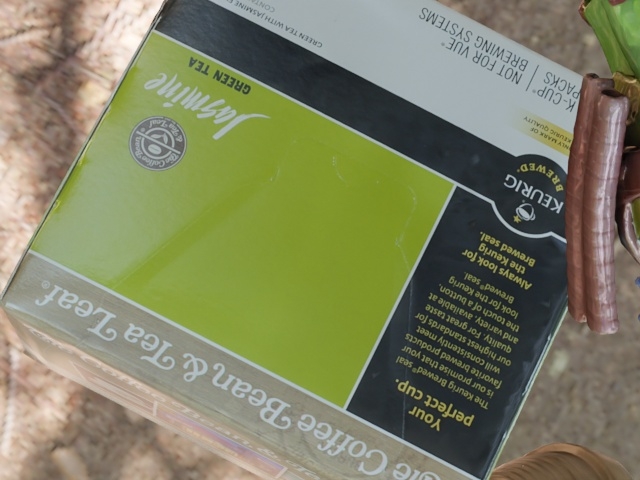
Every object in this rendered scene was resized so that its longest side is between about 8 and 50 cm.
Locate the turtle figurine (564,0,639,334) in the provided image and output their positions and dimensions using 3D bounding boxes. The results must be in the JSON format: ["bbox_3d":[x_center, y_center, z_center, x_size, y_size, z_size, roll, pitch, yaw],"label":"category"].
[{"bbox_3d":[0.209,-0.093,0.702,0.274,0.266,0.198,-35,175,39],"label":"turtle figurine"}]

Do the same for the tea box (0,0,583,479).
[{"bbox_3d":[0.000,0.000,1.088,0.323,0.329,0.220,-62,180,-15],"label":"tea box"}]

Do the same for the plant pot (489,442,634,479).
[{"bbox_3d":[0.173,0.287,1.374,0.109,0.237,0.237,20,97,-26],"label":"plant pot"}]
